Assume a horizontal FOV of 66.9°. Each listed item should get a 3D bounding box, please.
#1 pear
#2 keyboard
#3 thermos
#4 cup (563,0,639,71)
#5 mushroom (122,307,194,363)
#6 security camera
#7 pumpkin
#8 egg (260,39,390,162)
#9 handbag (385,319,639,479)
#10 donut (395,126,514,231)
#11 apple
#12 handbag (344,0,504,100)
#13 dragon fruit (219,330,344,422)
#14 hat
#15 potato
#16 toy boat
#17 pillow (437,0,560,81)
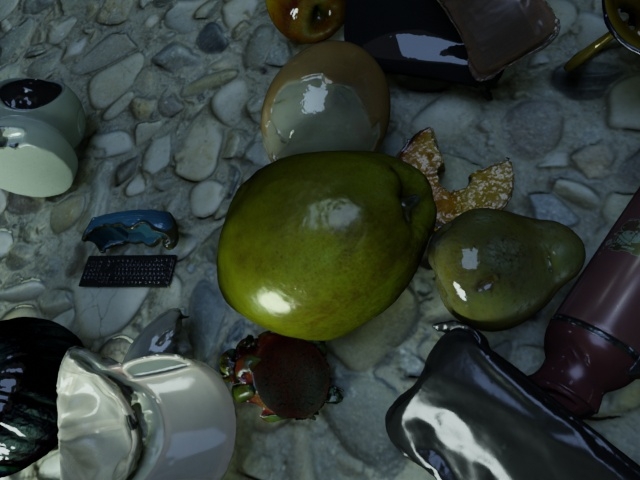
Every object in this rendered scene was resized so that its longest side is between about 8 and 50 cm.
[{"bbox_3d":[0.000,0.000,0.663,0.321,0.269,0.269,-24,59,34],"label":"pear"},{"bbox_3d":[-0.361,0.058,0.904,0.202,0.011,0.067,-1,66,19],"label":"keyboard"},{"bbox_3d":[0.375,0.076,0.577,0.136,0.109,0.330,33,81,28],"label":"thermos"},{"bbox_3d":[0.471,-0.358,0.670,0.254,0.179,0.256,1,28,44],"label":"cup"},{"bbox_3d":[-0.278,0.237,0.753,0.278,0.096,0.099,-66,19,-13],"label":"mushroom"},{"bbox_3d":[-0.600,-0.235,1.025,0.194,0.194,0.236,-11,59,15],"label":"security camera"},{"bbox_3d":[-0.503,0.226,0.744,0.247,0.248,0.248,-8,65,16],"label":"pumpkin"},{"bbox_3d":[0.014,-0.214,0.787,0.201,0.201,0.245,9,60,23],"label":"egg"},{"bbox_3d":[0.221,0.254,0.545,0.332,0.075,0.192,42,116,29],"label":"handbag"},{"bbox_3d":[0.192,-0.077,0.734,0.181,0.078,0.146,29,80,21],"label":"donut"},{"bbox_3d":[-0.029,-0.480,0.952,0.163,0.146,0.147,-28,56,8],"label":"apple"},{"bbox_3d":[0.204,-0.403,0.835,0.301,0.178,0.275,16,116,23],"label":"handbag"},{"bbox_3d":[-0.066,0.183,0.692,0.174,0.142,0.138,-1,25,39],"label":"dragon fruit"},{"bbox_3d":[-0.236,0.245,0.654,0.225,0.164,0.220,-2,78,-23],"label":"hat"},{"bbox_3d":[0.237,0.029,0.620,0.193,0.157,0.157,-14,62,-2],"label":"potato"},{"bbox_3d":[-0.341,-0.009,0.889,0.185,0.075,0.077,-7,62,12],"label":"toy boat"},{"bbox_3d":[0.245,-0.355,0.709,0.135,0.034,0.211,-27,94,31],"label":"pillow"}]
